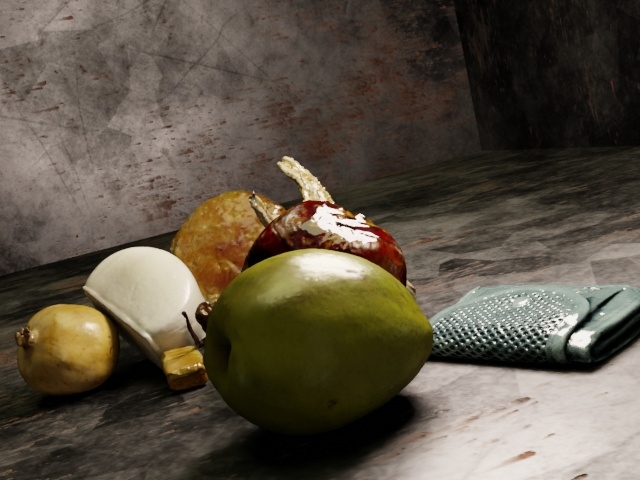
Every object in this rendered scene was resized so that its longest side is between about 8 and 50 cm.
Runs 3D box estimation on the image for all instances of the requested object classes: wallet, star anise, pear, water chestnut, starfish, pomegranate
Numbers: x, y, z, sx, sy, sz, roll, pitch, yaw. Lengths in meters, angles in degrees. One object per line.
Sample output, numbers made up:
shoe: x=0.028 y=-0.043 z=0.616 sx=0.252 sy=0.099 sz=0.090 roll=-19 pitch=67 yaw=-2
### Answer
wallet: x=0.315 y=0.120 z=1.399 sx=0.237 sy=0.075 sz=0.342 roll=-24 pitch=15 yaw=-41
star anise: x=-0.195 y=0.161 z=1.611 sx=0.070 sy=0.191 sz=0.097 roll=-29 pitch=51 yaw=-1
pear: x=-0.001 y=0.133 z=1.211 sx=0.307 sy=0.253 sz=0.253 roll=-8 pitch=6 yaw=-25
water chestnut: x=0.004 y=0.081 z=1.465 sx=0.289 sy=0.289 sz=0.244 roll=-5 pitch=32 yaw=39
starfish: x=0.000 y=0.000 z=1.755 sx=0.082 sy=0.432 sz=0.324 roll=-48 pitch=-14 yaw=26
pomegranate: x=-0.466 y=0.196 z=1.649 sx=0.196 sy=0.196 sz=0.196 roll=-12 pitch=9 yaw=2

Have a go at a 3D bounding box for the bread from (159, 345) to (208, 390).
bread: x=-0.238 y=0.221 z=1.573 sx=0.074 sy=0.053 sz=0.132 roll=-14 pitch=11 yaw=-11

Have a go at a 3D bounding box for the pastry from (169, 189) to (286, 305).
pastry: x=-0.177 y=0.045 z=1.863 sx=0.329 sy=0.330 sz=0.136 roll=-11 pitch=-30 yaw=11

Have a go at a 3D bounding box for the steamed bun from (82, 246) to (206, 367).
steamed bun: x=-0.313 y=0.118 z=1.714 sx=0.241 sy=0.146 sz=0.164 roll=30 pitch=62 yaw=35
